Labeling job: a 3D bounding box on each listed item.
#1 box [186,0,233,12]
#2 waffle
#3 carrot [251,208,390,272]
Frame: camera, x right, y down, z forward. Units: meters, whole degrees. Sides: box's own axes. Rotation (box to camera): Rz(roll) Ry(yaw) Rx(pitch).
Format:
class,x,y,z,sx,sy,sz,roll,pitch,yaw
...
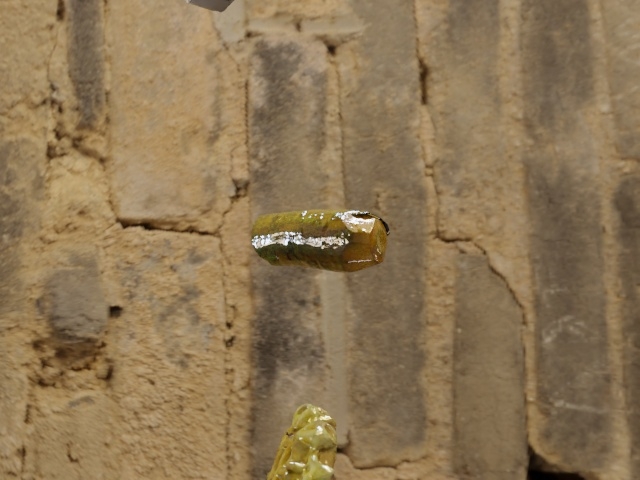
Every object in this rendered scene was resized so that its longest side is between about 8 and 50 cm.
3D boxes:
class,x,y,z,sx,sy,sz,roll,pitch,yaw
box,-0.054,-0.433,0.863,0.069,0.353,0.214,-4,-118,-56
waffle,-0.038,0.233,0.689,0.046,0.160,0.192,26,-83,-8
carrot,0.000,0.000,1.059,0.082,0.173,0.082,6,-97,-58
